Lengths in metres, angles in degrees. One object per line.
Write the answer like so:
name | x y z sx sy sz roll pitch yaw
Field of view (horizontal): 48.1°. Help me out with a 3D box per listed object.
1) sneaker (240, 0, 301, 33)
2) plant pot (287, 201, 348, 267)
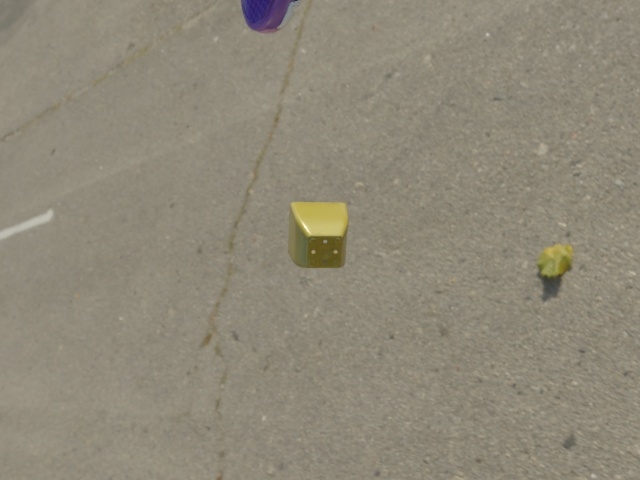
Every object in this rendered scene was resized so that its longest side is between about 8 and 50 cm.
sneaker | -0.077 -0.338 0.746 0.095 0.105 0.236 13 109 44
plant pot | 0.000 0.000 0.987 0.083 0.081 0.081 -107 18 -64
